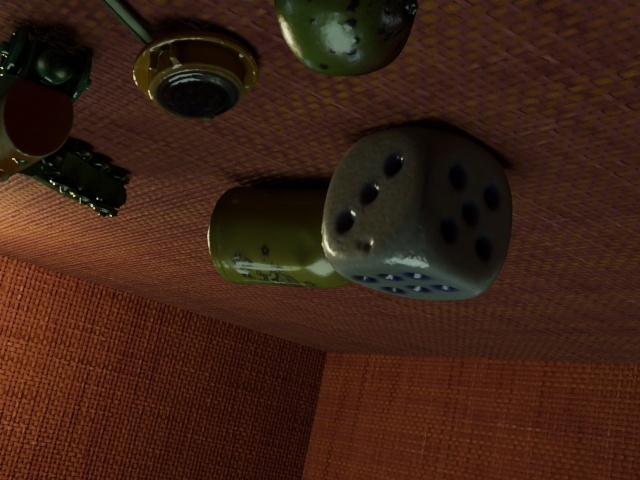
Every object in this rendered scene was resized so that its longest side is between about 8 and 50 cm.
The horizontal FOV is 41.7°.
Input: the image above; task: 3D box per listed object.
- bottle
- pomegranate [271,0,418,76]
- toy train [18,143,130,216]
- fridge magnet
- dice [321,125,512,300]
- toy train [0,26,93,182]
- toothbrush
[{"bbox_3d":[0.000,0.000,1.377,0.351,0.172,0.171,4,164,31],"label":"bottle"},{"bbox_3d":[0.010,-0.202,0.701,0.129,0.129,0.159,24,-179,-40],"label":"pomegranate"},{"bbox_3d":[-0.439,-0.113,1.485,0.137,0.090,0.225,14,168,23],"label":"toy train"},{"bbox_3d":[-0.142,-0.187,0.963,0.143,0.063,0.143,-4,154,-2],"label":"fridge magnet"},{"bbox_3d":[0.128,-0.031,1.115,0.194,0.192,0.193,22,164,-40],"label":"dice"},{"bbox_3d":[-0.390,-0.157,1.079,0.116,0.177,0.285,21,163,-33],"label":"toy train"},{"bbox_3d":[-0.186,-0.219,0.988,0.026,0.028,0.294,5,159,22],"label":"toothbrush"}]
